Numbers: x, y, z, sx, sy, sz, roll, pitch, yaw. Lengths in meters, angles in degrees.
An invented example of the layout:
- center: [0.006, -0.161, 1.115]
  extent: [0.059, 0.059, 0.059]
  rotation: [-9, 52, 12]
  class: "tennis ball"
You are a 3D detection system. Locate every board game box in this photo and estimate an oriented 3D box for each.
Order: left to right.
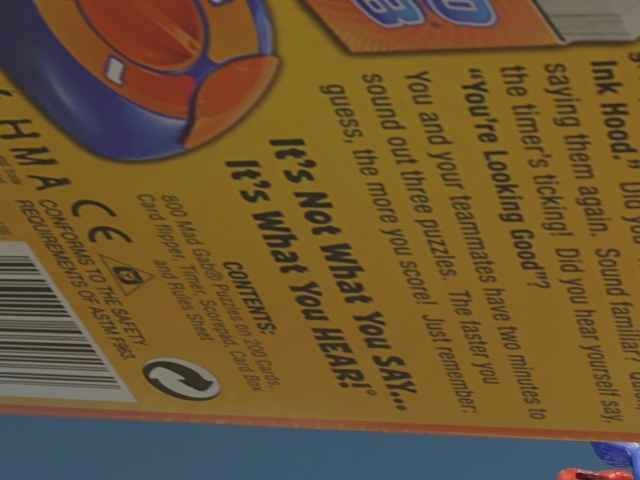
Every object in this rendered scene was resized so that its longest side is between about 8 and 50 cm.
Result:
- center: [0.022, -0.182, 0.489]
  extent: [0.356, 0.356, 0.356]
  rotation: [0, -38, 22]
  class: "board game box"

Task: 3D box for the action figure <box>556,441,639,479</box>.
- center: [0.217, 0.140, 0.824]
  extent: [0.139, 0.280, 0.091]
  rotation: [-2, -79, -3]
  class: "action figure"
